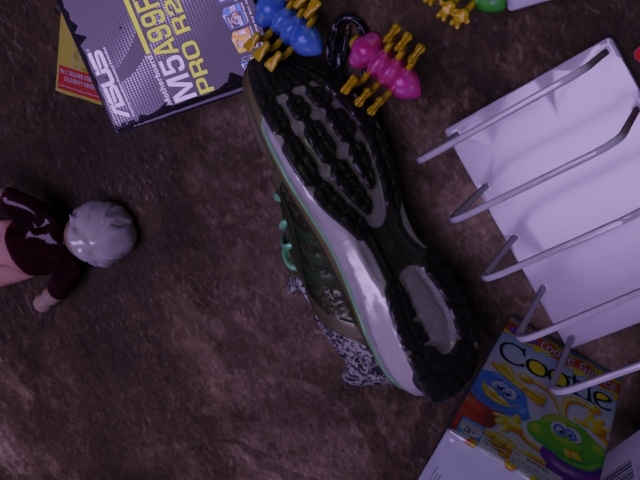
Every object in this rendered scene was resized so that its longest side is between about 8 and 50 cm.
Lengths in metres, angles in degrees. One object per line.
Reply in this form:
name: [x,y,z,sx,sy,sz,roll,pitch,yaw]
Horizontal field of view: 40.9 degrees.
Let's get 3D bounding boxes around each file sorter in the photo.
file sorter: [0.248,-0.018,0.828,0.193,0.173,0.277,-28,95,30]

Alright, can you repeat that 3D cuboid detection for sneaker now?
sneaker: [0.000,0.000,0.929,0.182,0.158,0.410,-25,91,43]

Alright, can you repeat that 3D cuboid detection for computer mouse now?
computer mouse: [0.010,-0.137,0.980,0.071,0.041,0.242,20,108,8]

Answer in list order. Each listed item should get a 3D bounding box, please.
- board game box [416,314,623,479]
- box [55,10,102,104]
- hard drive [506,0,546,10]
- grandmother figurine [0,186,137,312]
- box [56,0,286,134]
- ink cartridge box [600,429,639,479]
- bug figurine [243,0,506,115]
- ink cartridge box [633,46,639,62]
board game box: [0.197,0.213,0.871,0.142,0.275,0.144,30,117,13]
box: [-0.264,-0.286,1.037,0.087,0.058,0.232,20,115,16]
hard drive: [0.312,-0.366,0.750,0.353,0.047,0.233,-11,103,27]
grandmother figurine: [-0.406,0.004,1.188,0.342,0.104,0.208,-8,132,24]
box: [-0.179,-0.278,0.954,0.216,0.060,0.270,-15,109,14]
ink cartridge box: [0.465,0.268,0.804,0.309,0.130,0.272,36,120,-11]
bug figurine: [0.061,-0.256,0.856,0.216,0.072,0.279,47,108,10]
ink cartridge box: [0.401,-0.180,0.729,0.134,0.078,0.231,40,126,-11]
